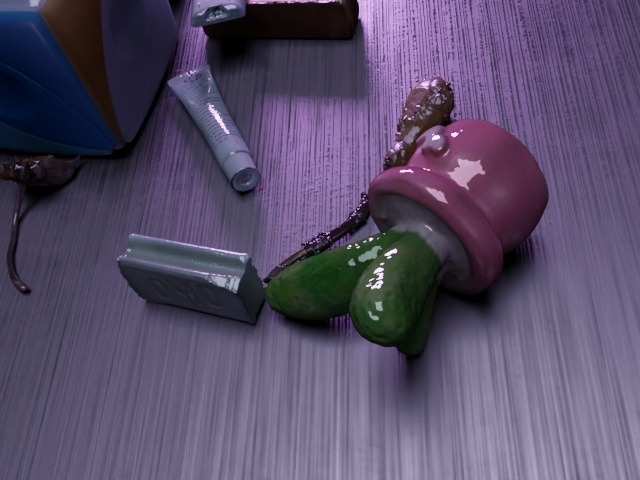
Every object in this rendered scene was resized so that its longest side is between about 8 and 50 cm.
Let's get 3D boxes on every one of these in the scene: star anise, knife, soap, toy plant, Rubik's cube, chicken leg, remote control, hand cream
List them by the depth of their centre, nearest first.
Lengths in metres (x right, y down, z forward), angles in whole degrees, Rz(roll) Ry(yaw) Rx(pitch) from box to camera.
[{"bbox_3d":[0.123,0.003,1.064,0.356,0.210,0.317,-48,24,-15],"label":"toy plant"},{"bbox_3d":[-0.186,0.056,1.145,0.198,0.114,0.063,9,58,21],"label":"soap"},{"bbox_3d":[0.005,0.003,1.191,0.222,0.021,0.045,-41,56,-20],"label":"knife"},{"bbox_3d":[0.157,-0.185,1.262,0.085,0.069,0.198,21,69,28],"label":"chicken leg"},{"bbox_3d":[-0.496,-0.039,1.355,0.148,0.218,0.227,2,95,-19],"label":"star anise"},{"bbox_3d":[-0.187,-0.211,1.371,0.085,0.058,0.331,-28,53,-4],"label":"hand cream"},{"bbox_3d":[-0.494,-0.385,1.393,0.351,0.352,0.347,3,55,19],"label":"Rubik's cube"},{"bbox_3d":[-0.197,-0.514,1.492,0.103,0.051,0.293,-11,52,7],"label":"remote control"}]

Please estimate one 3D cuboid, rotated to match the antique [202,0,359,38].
[{"bbox_3d":[-0.080,-0.448,1.498,0.310,0.087,0.093,5,55,19],"label":"antique"}]
